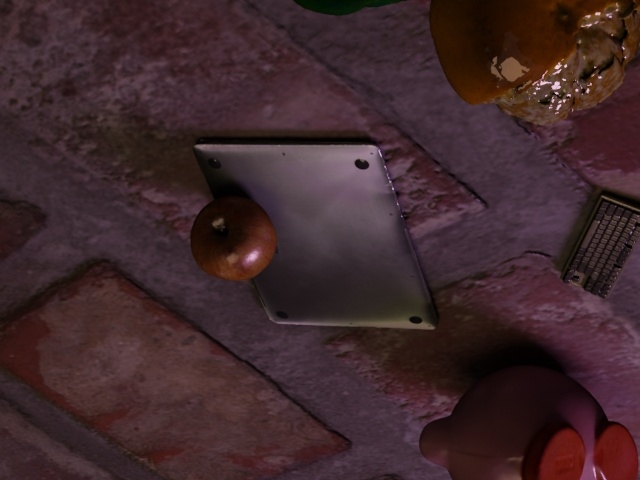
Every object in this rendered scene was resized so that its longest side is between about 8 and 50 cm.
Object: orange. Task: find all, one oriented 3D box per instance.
[{"bbox_3d":[0.155,-0.159,1.042,0.156,0.134,0.156,-2,104,-8],"label":"orange"}]

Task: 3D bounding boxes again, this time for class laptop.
[{"bbox_3d":[0.000,0.000,1.404,0.188,0.015,0.269,1,139,21],"label":"laptop"}]

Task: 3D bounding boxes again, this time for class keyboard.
[{"bbox_3d":[0.255,0.007,1.303,0.049,0.015,0.129,18,143,2],"label":"keyboard"}]

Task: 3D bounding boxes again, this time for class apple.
[{"bbox_3d":[-0.080,-0.001,1.361,0.084,0.084,0.071,-3,164,27],"label":"apple"}]

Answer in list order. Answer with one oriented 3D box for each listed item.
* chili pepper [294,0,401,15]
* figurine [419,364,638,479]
[{"bbox_3d":[0.072,-0.288,0.874,0.213,0.167,0.385,19,134,-19],"label":"chili pepper"},{"bbox_3d":[0.204,0.207,1.454,0.173,0.173,0.173,12,142,9],"label":"figurine"}]
